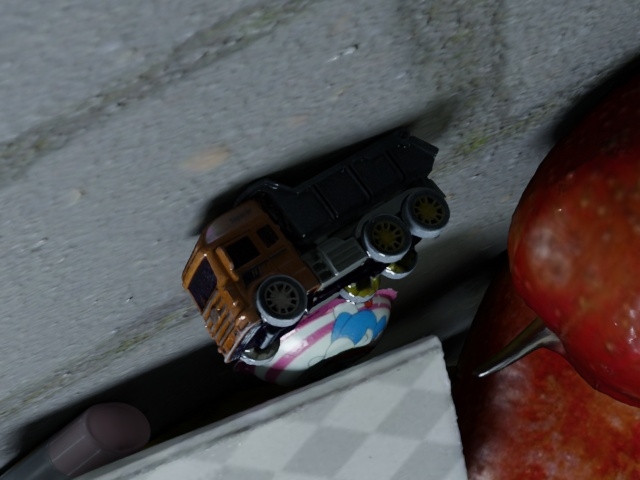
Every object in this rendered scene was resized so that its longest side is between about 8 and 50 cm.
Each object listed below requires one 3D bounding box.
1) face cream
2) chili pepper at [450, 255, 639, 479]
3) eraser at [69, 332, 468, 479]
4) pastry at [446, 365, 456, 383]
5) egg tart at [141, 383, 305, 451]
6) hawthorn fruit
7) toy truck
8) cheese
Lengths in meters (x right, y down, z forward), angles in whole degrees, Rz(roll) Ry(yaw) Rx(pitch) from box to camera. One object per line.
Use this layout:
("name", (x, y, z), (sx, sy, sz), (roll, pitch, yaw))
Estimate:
("face cream", (-0.235, 0.206, 1.310), (0.198, 0.057, 0.084), (-39, 161, 26))
("chili pepper", (0.244, 0.179, 1.505), (0.305, 0.251, 0.229), (-70, 159, -10))
("eraser", (-0.065, 0.233, 1.295), (0.397, 0.213, 0.082), (-20, -161, -20))
("pastry", (0.141, 0.325, 1.759), (0.245, 0.409, 0.409), (15, 138, -39))
("egg tart", (-0.078, 0.257, 1.542), (0.388, 0.169, 0.388), (-24, 161, -9))
("hawthorn fruit", (0.276, 0.017, 1.195), (0.369, 0.285, 0.285), (-28, 165, 13))
("toy truck", (0.000, 0.000, 1.021), (0.192, 0.092, 0.083), (-30, 167, -27))
("cheese", (-0.009, 0.072, 1.273), (0.155, 0.062, 0.244), (-28, 164, 4))
